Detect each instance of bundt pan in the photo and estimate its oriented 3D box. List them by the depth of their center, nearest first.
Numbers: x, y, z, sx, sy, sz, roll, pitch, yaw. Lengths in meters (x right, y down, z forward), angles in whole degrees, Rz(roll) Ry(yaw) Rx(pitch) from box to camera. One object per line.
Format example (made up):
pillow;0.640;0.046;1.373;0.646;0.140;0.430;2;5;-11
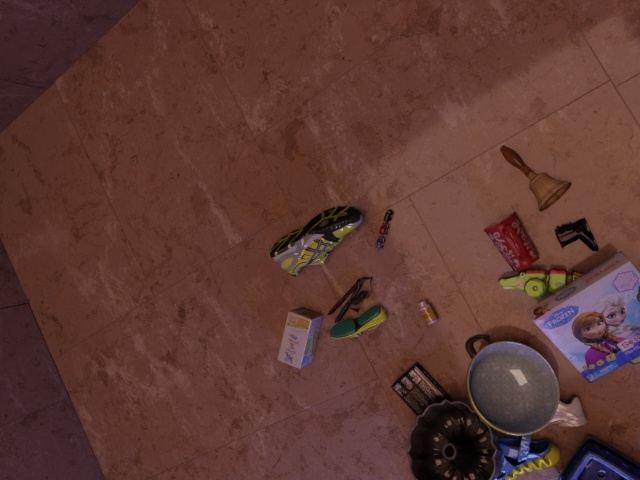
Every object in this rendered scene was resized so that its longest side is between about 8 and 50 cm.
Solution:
bundt pan;0.459;0.709;1.784;0.331;0.124;0.330;-22;56;36

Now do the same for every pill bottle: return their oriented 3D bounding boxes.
pill bottle;0.380;0.255;1.898;0.043;0.043;0.083;-32;81;22

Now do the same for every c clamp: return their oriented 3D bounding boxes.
c clamp;0.584;0.390;1.837;0.137;0.022;0.160;-41;80;26

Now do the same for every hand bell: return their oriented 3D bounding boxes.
hand bell;0.668;-0.223;1.716;0.126;0.126;0.242;-46;65;20

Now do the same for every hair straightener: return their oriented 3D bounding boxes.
hair straightener;0.127;0.229;2.009;0.089;0.047;0.230;45;105;17

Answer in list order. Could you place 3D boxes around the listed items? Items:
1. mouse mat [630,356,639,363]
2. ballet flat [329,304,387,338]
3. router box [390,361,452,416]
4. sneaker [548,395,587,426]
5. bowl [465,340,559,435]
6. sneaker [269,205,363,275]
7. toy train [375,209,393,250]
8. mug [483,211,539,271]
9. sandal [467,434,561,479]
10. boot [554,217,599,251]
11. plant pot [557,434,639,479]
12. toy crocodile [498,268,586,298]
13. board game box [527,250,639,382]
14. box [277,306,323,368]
mouse mat;1.033;0.294;1.641;0.190;0.007;0.152;-15;88;23
ballet flat;0.147;0.319;1.989;0.231;0.077;0.077;-31;39;19
router box;0.364;0.552;1.928;0.179;0.046;0.133;47;109;13
sneaker;0.741;0.551;1.754;0.232;0.090;0.115;-10;84;15
bowl;0.601;0.482;1.733;0.290;0.156;0.289;0;69;0
sneaker;0.000;0.000;2.012;0.385;0.145;0.147;-27;114;20
toy train;0.230;-0.036;1.942;0.027;0.036;0.158;19;102;21
mug;0.616;0.012;1.725;0.113;0.150;0.169;-34;85;36
sandal;0.624;0.722;1.787;0.317;0.126;0.138;-33;90;13
boot;0.809;-0.006;1.691;0.099;0.045;0.121;-26;77;21
plant pot;0.870;0.758;1.637;0.236;0.212;0.235;30;105;19
toy crocodile;0.744;0.131;1.694;0.341;0.115;0.105;1;91;21
board game box;0.853;0.239;1.600;0.319;0.066;0.318;-40;107;21
box;-0.077;0.373;2.066;0.103;0.114;0.203;17;101;23
